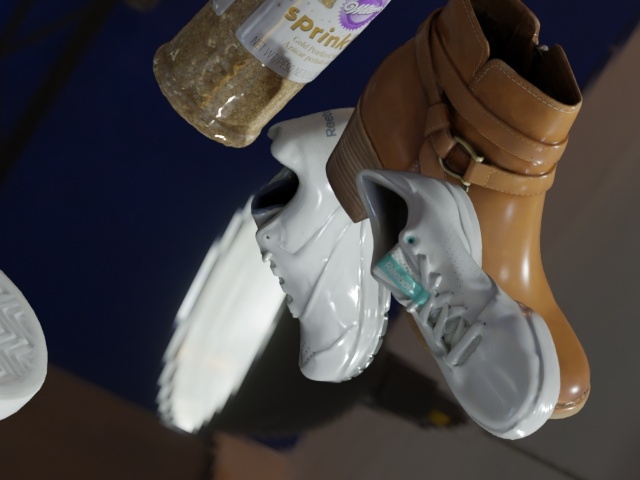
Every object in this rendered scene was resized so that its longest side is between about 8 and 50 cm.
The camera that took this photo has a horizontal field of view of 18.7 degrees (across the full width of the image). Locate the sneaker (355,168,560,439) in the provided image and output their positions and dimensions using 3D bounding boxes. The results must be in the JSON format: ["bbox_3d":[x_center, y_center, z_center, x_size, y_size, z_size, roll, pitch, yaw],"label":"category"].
[{"bbox_3d":[0.076,0.037,1.250,0.080,0.094,0.212,-45,-132,22],"label":"sneaker"}]

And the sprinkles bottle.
[{"bbox_3d":[0.010,-0.235,1.661,0.355,0.121,0.121,-43,-155,25],"label":"sprinkles bottle"}]

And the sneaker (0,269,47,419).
[{"bbox_3d":[-0.257,0.032,0.638,0.169,0.292,0.108,-42,-145,28],"label":"sneaker"}]

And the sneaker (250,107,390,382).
[{"bbox_3d":[0.000,0.000,1.663,0.111,0.129,0.297,-103,-164,-51],"label":"sneaker"}]

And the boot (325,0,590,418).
[{"bbox_3d":[0.137,-0.031,1.388,0.283,0.109,0.220,57,-43,19],"label":"boot"}]
